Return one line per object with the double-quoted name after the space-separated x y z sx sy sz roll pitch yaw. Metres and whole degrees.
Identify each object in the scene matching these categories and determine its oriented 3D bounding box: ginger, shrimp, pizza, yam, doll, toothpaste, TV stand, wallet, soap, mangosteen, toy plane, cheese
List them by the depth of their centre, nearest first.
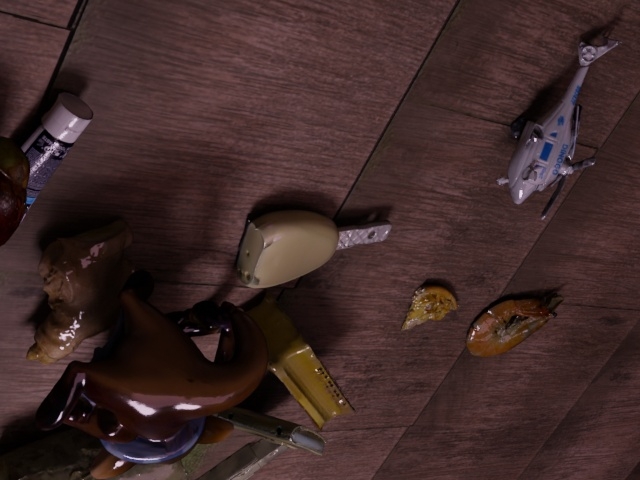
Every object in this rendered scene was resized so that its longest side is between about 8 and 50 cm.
-0.372 -0.070 1.115 0.156 0.146 0.181 15 117 -43 "mangosteen"
-0.333 -0.083 1.222 0.071 0.045 0.193 23 118 -40 "toothpaste"
-0.298 0.071 1.373 0.137 0.074 0.213 -8 127 -36 "ginger"
-0.211 0.170 1.376 0.318 0.209 0.340 -26 164 -18 "doll"
-0.338 0.342 1.540 0.268 0.161 0.161 -16 136 -24 "yam"
0.000 0.000 1.558 0.251 0.054 0.127 -9 136 -33 "cheese"
0.358 -0.179 1.613 0.107 0.182 0.273 19 118 -11 "toy plane"
-0.039 0.191 1.646 0.076 0.135 0.233 -37 142 -3 "soap"
-0.074 0.301 1.719 0.110 0.155 0.039 35 69 -50 "wallet"
-0.163 0.405 1.837 0.249 0.036 0.042 -34 140 -6 "TV stand"
0.183 0.124 1.847 0.108 0.026 0.123 -46 142 12 "pizza"
0.363 0.147 1.997 0.217 0.051 0.115 -23 137 -16 "shrimp"
